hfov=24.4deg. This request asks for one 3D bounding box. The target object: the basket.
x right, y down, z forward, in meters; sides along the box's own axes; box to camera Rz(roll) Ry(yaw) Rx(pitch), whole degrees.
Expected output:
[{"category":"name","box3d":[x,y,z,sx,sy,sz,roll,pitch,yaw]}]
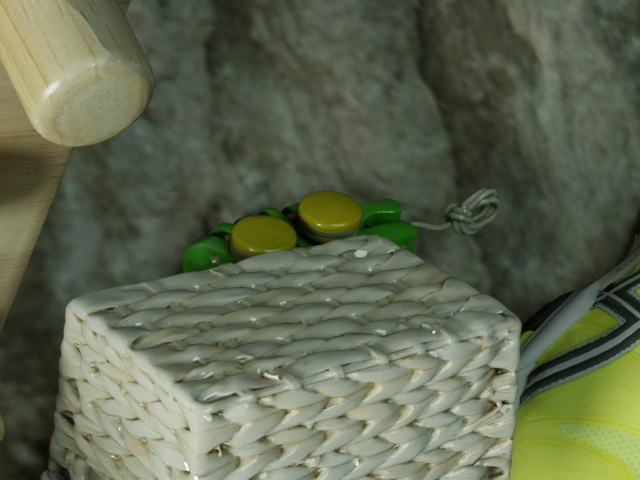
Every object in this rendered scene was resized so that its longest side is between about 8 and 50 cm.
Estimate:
[{"category":"basket","box3d":[-0.013,0.070,0.584,0.167,0.113,0.103,-11,117,-35]}]

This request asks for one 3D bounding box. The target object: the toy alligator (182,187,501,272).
[{"category":"toy alligator","box3d":[0.000,0.000,0.680,0.190,0.056,0.051,-21,45,-35]}]

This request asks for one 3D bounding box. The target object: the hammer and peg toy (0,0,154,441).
[{"category":"hammer and peg toy","box3d":[-0.243,-0.007,0.419,0.361,0.266,0.127,-9,57,-33]}]

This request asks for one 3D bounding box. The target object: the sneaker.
[{"category":"sneaker","box3d":[0.204,0.047,0.729,0.145,0.147,0.384,43,57,-14]}]
